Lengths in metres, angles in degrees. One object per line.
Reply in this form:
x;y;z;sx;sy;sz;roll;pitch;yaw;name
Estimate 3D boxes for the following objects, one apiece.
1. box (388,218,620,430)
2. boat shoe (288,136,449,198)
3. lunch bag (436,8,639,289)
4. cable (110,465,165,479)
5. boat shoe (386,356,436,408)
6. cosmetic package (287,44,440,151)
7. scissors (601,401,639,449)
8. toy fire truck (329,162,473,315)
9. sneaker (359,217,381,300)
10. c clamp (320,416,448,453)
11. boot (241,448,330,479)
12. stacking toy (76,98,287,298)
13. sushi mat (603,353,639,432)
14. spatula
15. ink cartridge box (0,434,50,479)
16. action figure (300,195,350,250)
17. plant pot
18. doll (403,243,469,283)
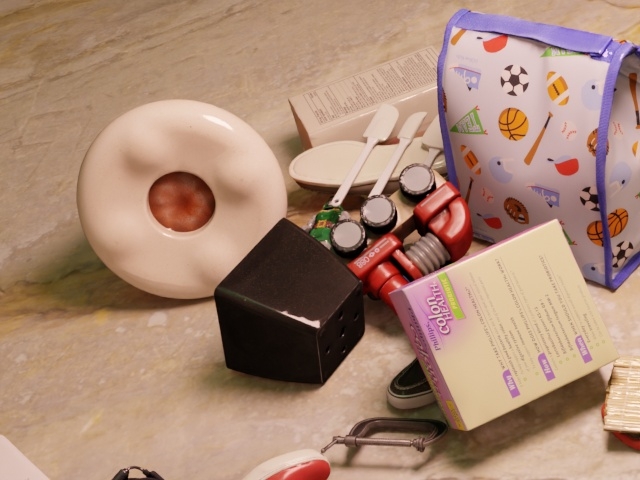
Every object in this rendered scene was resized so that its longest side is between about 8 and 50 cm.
0.254;0.119;1.826;0.243;0.213;0.117;-24;-2;-10;box
0.097;-0.116;2.299;0.305;0.091;0.109;-4;50;15;boat shoe
0.366;-0.170;2.025;0.328;0.385;0.239;19;50;40;lunch bag
-0.264;0.395;1.834;0.151;0.047;0.184;-35;41;-22;cable
0.184;0.166;1.927;0.219;0.070;0.078;-32;39;-19;boat shoe
0.108;-0.233;2.423;0.296;0.129;0.153;-20;38;-4;cosmetic package
0.480;0.286;1.702;0.109;0.021;0.297;-23;38;-11;scissors
0.160;0.026;2.004;0.217;0.158;0.246;-39;66;-8;toy fire truck
0.084;0.028;2.160;0.089;0.051;0.170;-17;50;46;sneaker
0.095;0.278;1.830;0.161;0.022;0.137;-3;11;16;c clamp
-0.062;0.394;1.734;0.244;0.088;0.176;-30;46;-17;boot
-0.228;-0.136;2.345;0.351;0.350;0.480;-13;21;6;stacking toy
0.543;0.211;1.749;0.317;0.019;0.151;2;39;17;sushi mat
0.129;-0.139;2.233;0.168;0.019;0.242;15;58;25;spatula
-0.306;0.458;1.571;0.166;0.285;0.395;-36;41;-24;ink cartridge box
0.000;0.000;2.228;0.137;0.063;0.232;-6;35;20;action figure
-0.034;0.110;2.008;0.167;0.188;0.187;22;51;26;plant pot
0.190;0.051;2.094;0.129;0.046;0.189;-39;36;-14;doll
